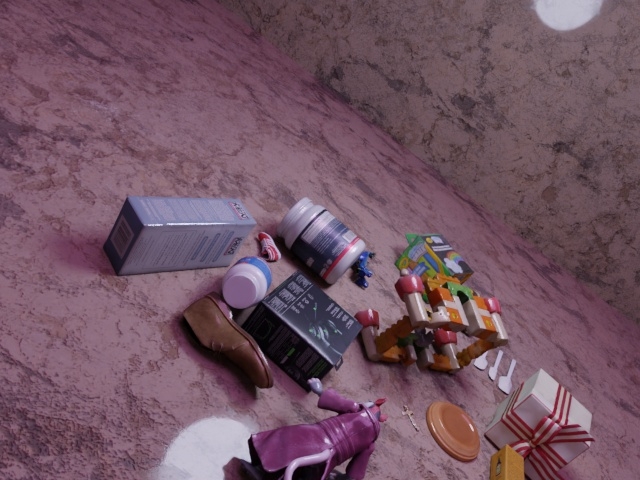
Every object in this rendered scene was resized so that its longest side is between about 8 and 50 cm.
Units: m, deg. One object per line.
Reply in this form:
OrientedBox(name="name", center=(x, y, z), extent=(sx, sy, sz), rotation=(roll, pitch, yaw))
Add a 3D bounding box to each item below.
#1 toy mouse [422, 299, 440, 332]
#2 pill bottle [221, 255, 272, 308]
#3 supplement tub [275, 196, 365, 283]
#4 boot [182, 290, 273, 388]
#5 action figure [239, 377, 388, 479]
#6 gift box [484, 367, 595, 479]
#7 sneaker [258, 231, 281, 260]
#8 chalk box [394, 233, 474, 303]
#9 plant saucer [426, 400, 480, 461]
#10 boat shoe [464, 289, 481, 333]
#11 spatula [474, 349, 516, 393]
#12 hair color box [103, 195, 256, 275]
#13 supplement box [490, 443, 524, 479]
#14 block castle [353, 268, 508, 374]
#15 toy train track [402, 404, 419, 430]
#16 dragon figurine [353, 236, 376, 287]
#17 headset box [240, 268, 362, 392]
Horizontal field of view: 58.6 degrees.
OrientedBox(name="toy mouse", center=(0.448, 0.314, 2.174), extent=(0.143, 0.031, 0.161), rotation=(25, 32, -20))
OrientedBox(name="pill bottle", center=(-0.205, 0.118, 1.583), extent=(0.124, 0.124, 0.221), rotation=(35, 6, -3))
OrientedBox(name="supplement tub", center=(0.000, 0.000, 1.973), extent=(0.272, 0.191, 0.191), rotation=(41, 29, 7))
OrientedBox(name="boot", center=(-0.238, 0.272, 1.448), extent=(0.115, 0.112, 0.305), rotation=(-27, 62, -37))
OrientedBox(name="action figure", center=(0.018, 0.438, 1.271), extent=(0.370, 0.276, 0.248), rotation=(-24, 81, -28))
OrientedBox(name="gift box", center=(0.723, 0.605, 1.830), extent=(0.276, 0.255, 0.258), rotation=(40, 27, 17))
OrientedBox(name="sneaker", center=(-0.185, 0.020, 1.897), extent=(0.067, 0.042, 0.118), rotation=(-5, 52, -55))
OrientedBox(name="chalk box", center=(0.445, 0.089, 2.347), extent=(0.180, 0.179, 0.289), rotation=(-1, 46, -47))
OrientedBox(name="plant saucer", center=(0.415, 0.578, 1.755), extent=(0.200, 0.037, 0.200), rotation=(27, 30, -17))
OrientedBox(name="boat shoe", center=(0.598, 0.273, 2.335), extent=(0.095, 0.095, 0.257), rotation=(29, 30, -2))
OrientedBox(name="spatula", center=(0.684, 0.482, 2.207), extent=(0.168, 0.019, 0.242), rotation=(38, 28, 12))
OrientedBox(name="hair color box", center=(-0.382, -0.017, 1.589), extent=(0.375, 0.185, 0.113), rotation=(-2, 47, -49))
OrientedBox(name="supplement box", center=(0.544, 0.712, 1.662), extent=(0.080, 0.078, 0.233), rotation=(36, 30, -2))
OrientedBox(name="block castle", center=(0.366, 0.265, 1.875), extent=(0.453, 0.303, 0.212), rotation=(16, 45, -32))
OrientedBox(name="toy train track", center=(0.272, 0.526, 1.698), extent=(0.048, 0.014, 0.083), rotation=(8, 41, -41))
OrientedBox(name="dragon figurine", center=(0.110, 0.047, 2.133), extent=(0.289, 0.085, 0.144), rotation=(48, 31, 16))
OrientedBox(name="headset box", center=(-0.041, 0.255, 1.626), extent=(0.283, 0.131, 0.246), rotation=(40, 29, 5))
